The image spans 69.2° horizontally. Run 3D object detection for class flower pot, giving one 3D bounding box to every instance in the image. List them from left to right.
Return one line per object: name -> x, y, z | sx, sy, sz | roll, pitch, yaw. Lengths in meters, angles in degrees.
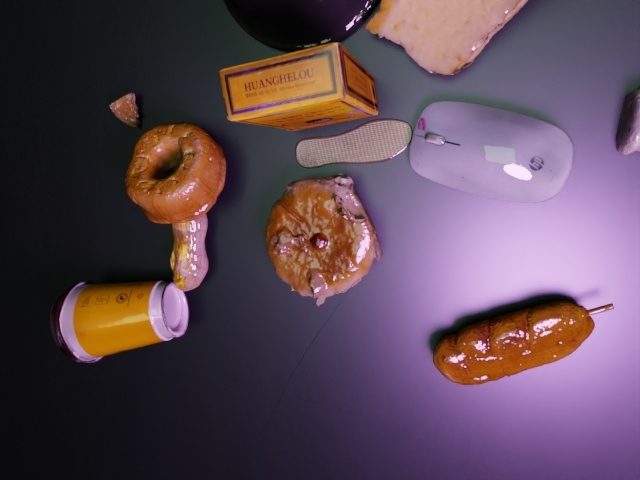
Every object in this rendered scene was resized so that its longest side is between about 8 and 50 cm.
flower pot -> -0.070, -0.540, 0.815 | 0.378, 0.251, 0.380 | 3, 103, 14

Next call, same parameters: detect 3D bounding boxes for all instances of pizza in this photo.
pizza -> -0.441, -0.307, 1.078 | 0.083, 0.025, 0.078 | 41, 113, -2

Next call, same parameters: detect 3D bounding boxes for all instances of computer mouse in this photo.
computer mouse -> 0.309, -0.161, 0.853 | 0.288, 0.097, 0.160 | 18, 107, 12

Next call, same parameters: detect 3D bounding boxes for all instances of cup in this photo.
cup -> -0.468, 0.181, 1.101 | 0.279, 0.196, 0.197 | -9, 98, 9

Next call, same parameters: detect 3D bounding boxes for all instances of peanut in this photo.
peanut -> -0.299, 0.015, 1.067 | 0.087, 0.087, 0.207 | 7, 100, 15

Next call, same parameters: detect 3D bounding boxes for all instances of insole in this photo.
insole -> 0.065, -0.195, 0.964 | 0.252, 0.005, 0.086 | -8, 97, 17

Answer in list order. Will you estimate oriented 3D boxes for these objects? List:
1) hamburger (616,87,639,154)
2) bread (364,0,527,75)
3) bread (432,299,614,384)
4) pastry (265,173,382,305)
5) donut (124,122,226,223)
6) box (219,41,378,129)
hamburger -> 0.545, -0.206, 0.782 | 0.054, 0.084, 0.121 | 5, 100, 17
bread -> 0.246, -0.456, 0.734 | 0.248, 0.279, 0.315 | 38, 96, -1
bread -> 0.386, 0.188, 0.902 | 0.343, 0.084, 0.124 | -26, 114, 18
pastry -> -0.005, -0.004, 0.958 | 0.235, 0.121, 0.257 | -24, 92, 19
donut -> -0.308, -0.146, 0.993 | 0.226, 0.114, 0.227 | -6, 66, 14
box -> -0.017, -0.256, 0.819 | 0.192, 0.301, 0.084 | -5, 98, 17
